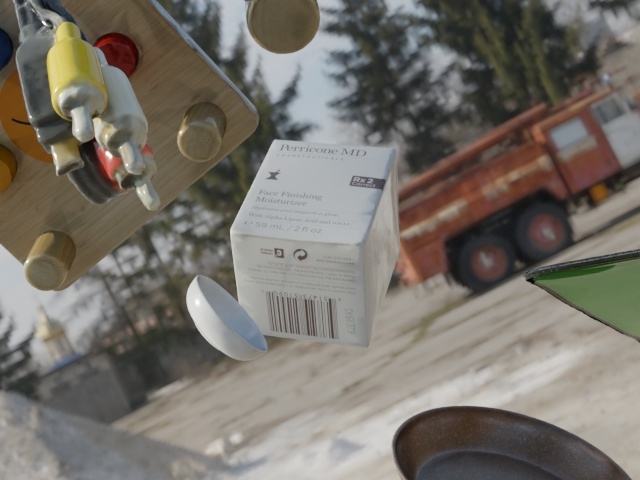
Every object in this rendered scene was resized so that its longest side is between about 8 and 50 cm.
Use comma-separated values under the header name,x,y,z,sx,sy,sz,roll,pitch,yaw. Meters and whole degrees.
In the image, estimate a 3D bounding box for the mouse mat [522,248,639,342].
name,x,y,z,sx,sy,sz,roll,pitch,yaw
mouse mat,0.192,0.022,0.554,0.153,0.007,0.190,-11,-19,29

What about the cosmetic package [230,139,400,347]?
name,x,y,z,sx,sy,sz,roll,pitch,yaw
cosmetic package,0.000,0.000,1.417,0.151,0.151,0.183,5,39,12

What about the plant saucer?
name,x,y,z,sx,sy,sz,roll,pitch,yaw
plant saucer,0.148,0.193,0.967,0.199,0.036,0.198,11,21,-4

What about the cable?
name,x,y,z,sx,sy,sz,roll,pitch,yaw
cable,-0.165,-0.140,0.836,0.072,0.287,0.139,-21,-29,5

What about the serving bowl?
name,x,y,z,sx,sy,sz,roll,pitch,yaw
serving bowl,-0.080,0.067,1.011,0.027,0.083,0.083,-42,-4,7

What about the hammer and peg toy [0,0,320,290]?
name,x,y,z,sx,sy,sz,roll,pitch,yaw
hammer and peg toy,-0.188,-0.151,1.044,0.361,0.266,0.127,-39,18,17
